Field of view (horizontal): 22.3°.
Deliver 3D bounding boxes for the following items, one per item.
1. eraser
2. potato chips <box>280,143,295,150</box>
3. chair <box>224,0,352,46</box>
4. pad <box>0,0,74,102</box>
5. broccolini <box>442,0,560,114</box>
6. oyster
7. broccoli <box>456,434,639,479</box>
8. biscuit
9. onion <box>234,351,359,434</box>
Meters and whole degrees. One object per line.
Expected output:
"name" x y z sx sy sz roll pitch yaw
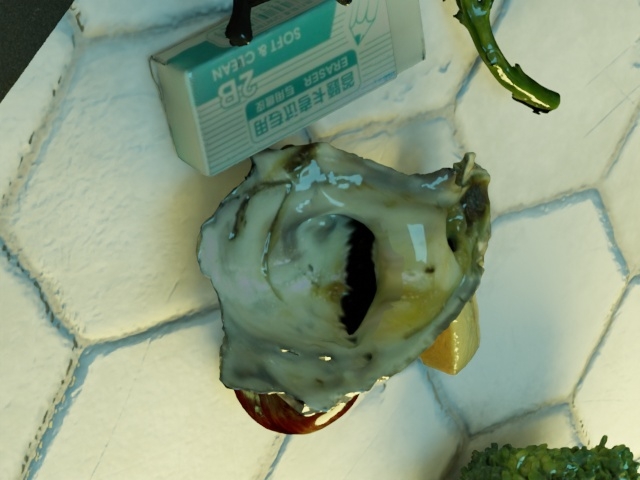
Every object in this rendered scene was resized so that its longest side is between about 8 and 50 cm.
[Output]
"eraser" -0.020 -0.142 1.261 0.225 0.052 0.095 -31 128 -27
"potato chips" 0.000 0.000 1.378 0.037 0.026 0.204 -54 137 -25
"chair" -0.037 -0.272 1.163 0.106 0.113 0.229 38 47 -47
"pad" -0.258 -0.175 1.062 0.143 0.003 0.211 -55 137 -4
"broccolini" 0.163 -0.223 1.376 0.123 0.062 0.271 -34 127 -4
"oyster" 0.019 0.021 1.303 0.271 0.100 0.275 30 69 -34
"broccoli" 0.231 0.313 1.624 0.260 0.235 0.288 -39 156 30
"biscuit" 0.113 0.034 1.480 0.056 0.052 0.188 -43 137 -40
"onion" -0.013 0.110 1.368 0.119 0.119 0.117 26 89 -47
